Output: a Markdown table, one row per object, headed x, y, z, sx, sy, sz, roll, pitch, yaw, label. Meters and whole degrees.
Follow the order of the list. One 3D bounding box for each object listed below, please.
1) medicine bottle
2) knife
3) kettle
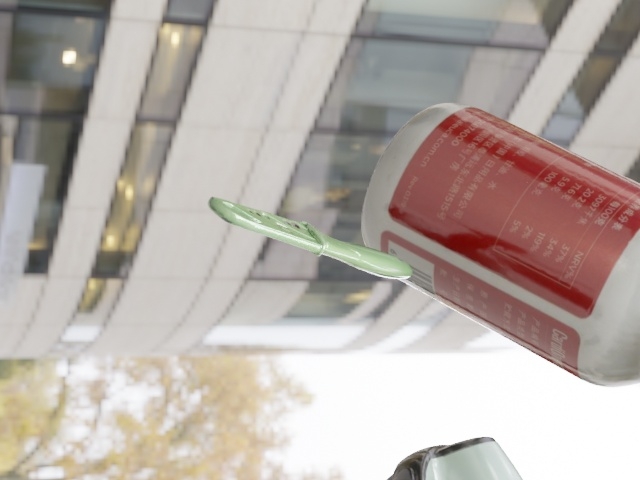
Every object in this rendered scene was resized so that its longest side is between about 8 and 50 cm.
| x | y | z | sx | sy | sz | roll | pitch | yaw | label |
| --- | --- | --- | --- | --- | --- | --- | --- | --- | --- |
| 0.156 | 0.010 | 0.923 | 0.250 | 0.131 | 0.131 | 29 | -58 | 27 | medicine bottle |
| 0.000 | 0.000 | 0.808 | 0.030 | 0.207 | 0.014 | 43 | -77 | 30 | knife |
| 0.151 | 0.318 | 1.413 | 0.161 | 0.221 | 0.236 | -29 | -111 | 20 | kettle |
